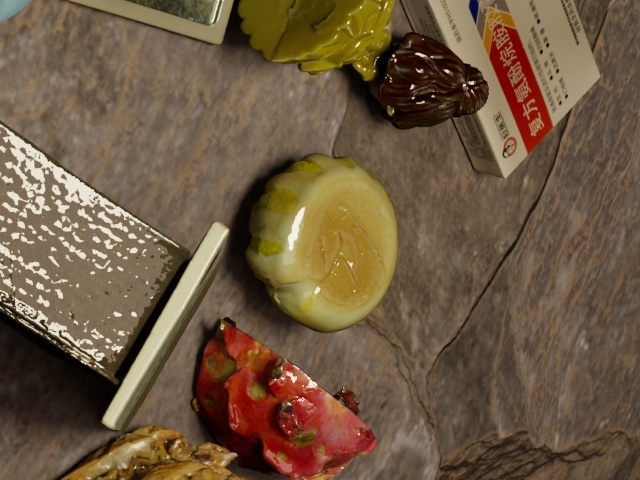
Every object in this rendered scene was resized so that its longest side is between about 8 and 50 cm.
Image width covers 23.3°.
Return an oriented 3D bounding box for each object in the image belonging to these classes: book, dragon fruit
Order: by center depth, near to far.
[{"bbox_3d":[-0.157,0.096,1.577,0.021,0.310,0.217,29,81,-1],"label":"book"},{"bbox_3d":[-0.038,0.213,1.781,0.126,0.161,0.274,-57,135,-16],"label":"dragon fruit"}]

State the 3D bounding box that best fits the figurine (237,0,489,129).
[{"bbox_3d":[0.058,-0.220,1.756,0.315,0.168,0.187,36,39,-53],"label":"figurine"}]

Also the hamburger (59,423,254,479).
[{"bbox_3d":[-0.180,0.339,1.667,0.260,0.211,0.245,10,103,-49],"label":"hamburger"}]

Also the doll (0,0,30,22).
[{"bbox_3d":[-0.321,-0.301,1.293,0.365,0.187,0.376,26,73,-48],"label":"doll"}]

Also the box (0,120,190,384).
[{"bbox_3d":[-0.281,-0.005,1.425,0.273,0.184,0.143,37,78,-27],"label":"box"}]

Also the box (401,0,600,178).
[{"bbox_3d":[0.219,-0.276,1.926,0.214,0.069,0.353,-46,128,-22],"label":"box"}]

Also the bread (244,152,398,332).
[{"bbox_3d":[0.000,0.000,1.784,0.213,0.105,0.213,-12,108,-39],"label":"bread"}]

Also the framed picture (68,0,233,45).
[{"bbox_3d":[-0.150,-0.378,1.577,0.240,0.020,0.324,13,95,-45],"label":"framed picture"}]
